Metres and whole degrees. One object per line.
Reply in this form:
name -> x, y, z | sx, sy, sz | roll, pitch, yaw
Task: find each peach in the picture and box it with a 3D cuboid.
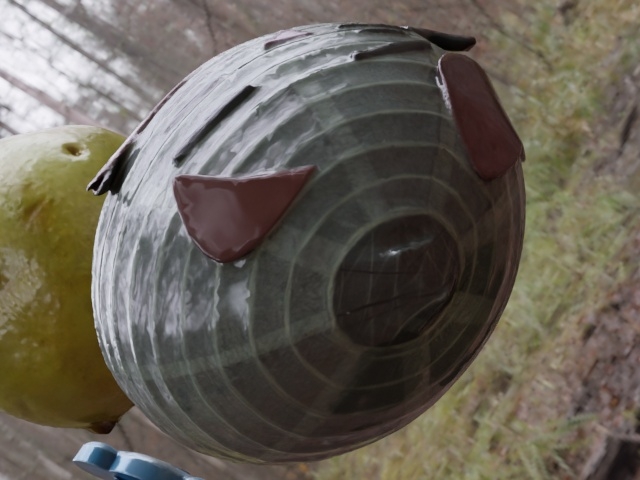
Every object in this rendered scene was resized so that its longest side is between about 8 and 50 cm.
peach -> -0.278, 0.041, 1.104 | 0.314, 0.316, 0.281 | -43, -4, 11

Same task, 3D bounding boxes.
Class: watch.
watch -> -0.227, 0.367, 1.196 | 0.211, 0.210, 0.193 | 116, 178, -67

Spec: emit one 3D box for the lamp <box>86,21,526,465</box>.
lamp -> 0.000, 0.000, 0.544 | 0.265, 0.233, 0.233 | -33, -10, -17
